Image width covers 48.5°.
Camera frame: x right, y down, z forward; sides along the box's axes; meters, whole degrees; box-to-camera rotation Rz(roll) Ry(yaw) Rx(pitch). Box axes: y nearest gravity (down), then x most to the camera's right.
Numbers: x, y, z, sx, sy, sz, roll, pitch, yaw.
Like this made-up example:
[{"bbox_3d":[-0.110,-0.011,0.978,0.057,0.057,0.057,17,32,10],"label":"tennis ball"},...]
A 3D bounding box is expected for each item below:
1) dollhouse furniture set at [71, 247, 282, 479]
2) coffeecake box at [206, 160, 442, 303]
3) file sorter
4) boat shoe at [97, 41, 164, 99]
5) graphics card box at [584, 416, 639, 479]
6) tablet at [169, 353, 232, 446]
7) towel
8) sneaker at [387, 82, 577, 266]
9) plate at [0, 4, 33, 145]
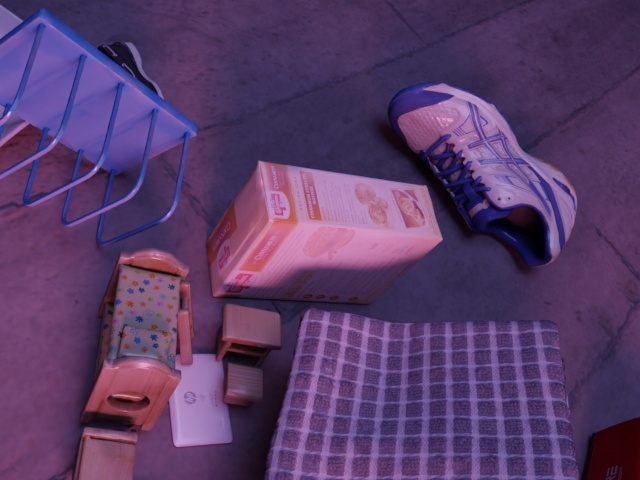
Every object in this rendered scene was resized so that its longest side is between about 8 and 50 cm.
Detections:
[{"bbox_3d":[-0.100,0.117,0.573,0.161,0.101,0.182,13,47,-21],"label":"dollhouse furniture set"},{"bbox_3d":[0.000,0.000,0.703,0.185,0.142,0.068,6,57,-29],"label":"coffeecake box"},{"bbox_3d":[-0.212,-0.084,0.608,0.170,0.118,0.104,36,45,-43],"label":"file sorter"},{"bbox_3d":[-0.201,-0.164,0.757,0.038,0.046,0.125,-13,64,-37],"label":"boat shoe"},{"bbox_3d":[0.434,0.387,0.742,0.371,0.094,0.233,39,47,-4],"label":"graphics card box"},{"bbox_3d":[-0.109,0.141,0.634,0.054,0.006,0.083,4,57,-29],"label":"tablet"},{"bbox_3d":[0.076,0.176,0.545,0.235,0.121,0.283,-4,42,14],"label":"towel"},{"bbox_3d":[0.207,-0.084,0.909,0.296,0.112,0.131,34,49,-7],"label":"sneaker"},{"bbox_3d":[-0.400,-0.154,0.629,0.277,0.045,0.278,36,47,-7],"label":"plate"}]
